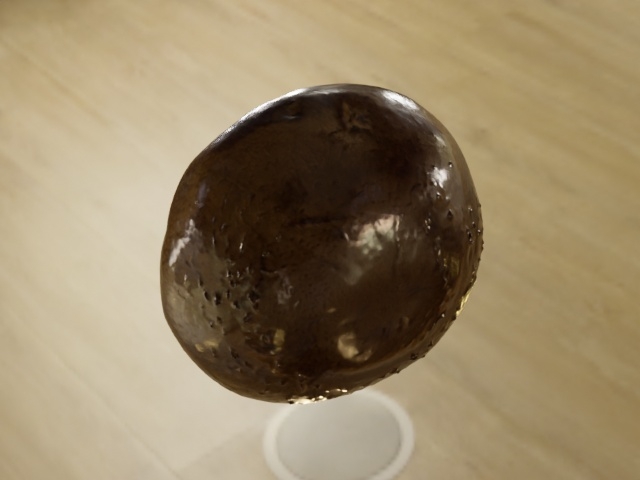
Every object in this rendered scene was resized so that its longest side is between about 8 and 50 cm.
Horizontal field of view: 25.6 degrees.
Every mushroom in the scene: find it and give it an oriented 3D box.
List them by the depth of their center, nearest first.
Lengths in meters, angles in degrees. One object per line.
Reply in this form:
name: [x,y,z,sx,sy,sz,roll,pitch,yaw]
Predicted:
mushroom: [0.000,0.000,0.512,0.127,0.127,0.087,-26,-148,-24]
